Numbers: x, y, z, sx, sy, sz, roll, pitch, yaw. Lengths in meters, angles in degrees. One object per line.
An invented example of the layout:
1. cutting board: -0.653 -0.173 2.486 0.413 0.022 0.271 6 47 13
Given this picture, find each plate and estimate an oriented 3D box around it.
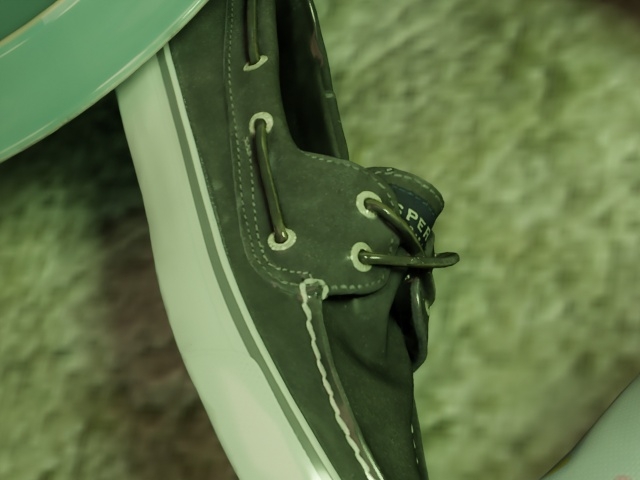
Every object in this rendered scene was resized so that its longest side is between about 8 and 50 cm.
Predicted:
1. plate: -0.089 -0.094 0.563 0.188 0.024 0.188 -29 34 21

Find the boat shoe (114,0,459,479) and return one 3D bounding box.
1. boat shoe: 0.000 0.000 0.485 0.076 0.080 0.228 -30 48 12

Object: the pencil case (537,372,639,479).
1. pencil case: 0.078 0.108 0.359 0.273 0.113 0.124 -44 32 1
